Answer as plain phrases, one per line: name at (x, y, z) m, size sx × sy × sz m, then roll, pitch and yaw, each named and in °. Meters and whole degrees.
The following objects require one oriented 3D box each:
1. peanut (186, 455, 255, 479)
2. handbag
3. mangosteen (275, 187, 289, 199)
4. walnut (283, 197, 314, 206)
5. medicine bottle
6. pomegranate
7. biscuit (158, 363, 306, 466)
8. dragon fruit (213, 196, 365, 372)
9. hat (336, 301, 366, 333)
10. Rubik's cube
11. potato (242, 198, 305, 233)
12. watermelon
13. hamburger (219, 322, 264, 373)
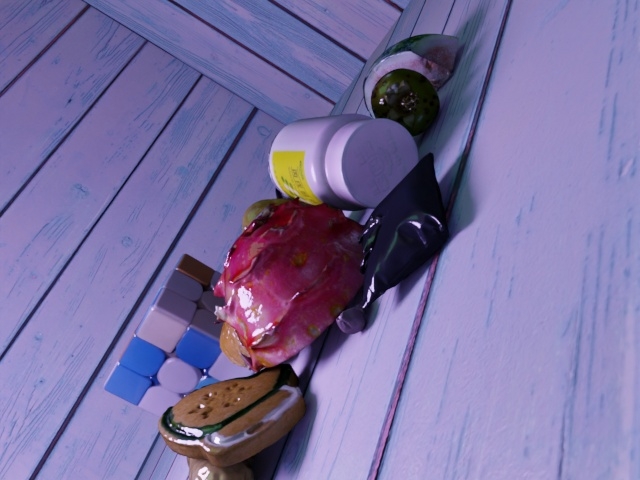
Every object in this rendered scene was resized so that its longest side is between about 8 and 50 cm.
peanut at (-0.192, 0.428, 1.215) m, size 0.147 × 0.148 × 0.319 m, roll -60°, pitch 11°, yaw -3°
handbag at (0.132, -0.019, 1.059) m, size 0.211 × 0.089 × 0.254 m, roll -51°, pitch 17°, yaw 29°
mangosteen at (-0.037, -0.157, 2.004) m, size 0.216 × 0.216 × 0.216 m, roll -57°, pitch 10°, yaw 16°
walnut at (-0.079, -0.026, 1.838) m, size 0.213 × 0.213 × 0.213 m, roll -57°, pitch 10°, yaw 16°
medicine bottle at (0.042, -0.176, 1.402) m, size 0.213 × 0.214 × 0.379 m, roll -61°, pitch 26°, yaw -7°
pomegranate at (0.178, -0.296, 1.379) m, size 0.156 × 0.156 × 0.220 m, roll -53°, pitch -2°, yaw 35°
biscuit at (-0.157, 0.316, 1.196) m, size 0.287 × 0.057 × 0.344 m, roll -26°, pitch 12°, yaw -34°
dragon fruit at (-0.071, 0.066, 1.284) m, size 0.386 × 0.249 × 0.371 m, roll -47°, pitch 9°, yaw -10°
hat at (0.064, 0.139, 1.092) m, size 0.058 × 0.042 × 0.087 m, roll -40°, pitch -16°, yaw 23°
Rubik's cube at (-0.380, 0.311, 1.872) m, size 0.346 × 0.347 × 0.344 m, roll -56°, pitch 12°, yaw 22°
potato at (-0.081, -0.004, 1.532) m, size 0.148 × 0.229 × 0.197 m, roll -131°, pitch 45°, yaw -65°
watermelon at (0.223, -0.407, 1.611) m, size 0.224 × 0.180 × 0.305 m, roll -15°, pitch -17°, yaw -26°
hamburger at (-0.158, 0.214, 1.539) m, size 0.329 × 0.162 × 0.209 m, roll -86°, pitch 19°, yaw -53°
